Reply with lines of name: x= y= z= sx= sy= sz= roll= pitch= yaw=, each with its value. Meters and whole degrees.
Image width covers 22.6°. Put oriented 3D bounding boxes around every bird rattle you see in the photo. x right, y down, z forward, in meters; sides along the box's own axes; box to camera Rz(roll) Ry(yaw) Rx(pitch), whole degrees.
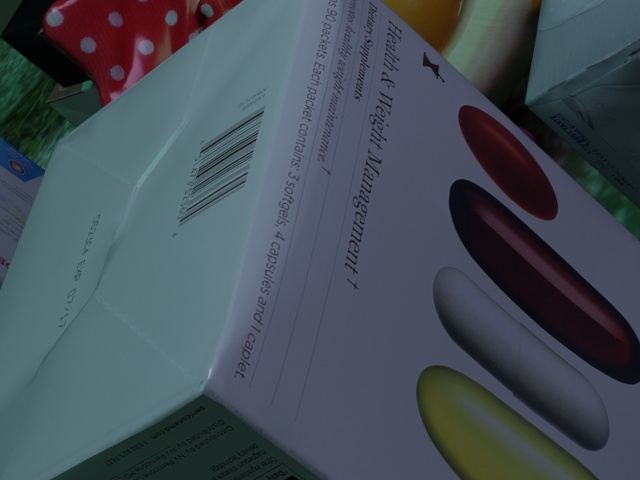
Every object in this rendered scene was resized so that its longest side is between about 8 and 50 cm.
bird rattle: x=0.003 y=-0.122 z=0.745 sx=0.253 sy=0.143 sz=0.207 roll=-40 pitch=60 yaw=4

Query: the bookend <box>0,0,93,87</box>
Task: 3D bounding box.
bookend: x=-0.166 y=-0.171 z=1.121 sx=0.156 sy=0.072 sz=0.157 roll=-7 pitch=50 yaw=54

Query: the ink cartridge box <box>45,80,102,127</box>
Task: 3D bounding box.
ink cartridge box: x=-0.108 y=-0.168 z=1.186 sx=0.115 sy=0.067 sz=0.198 roll=-8 pitch=48 yaw=54

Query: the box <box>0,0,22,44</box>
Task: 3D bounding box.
box: x=-0.188 y=-0.317 z=1.341 sx=0.148 sy=0.121 sz=0.311 roll=-18 pitch=42 yaw=49

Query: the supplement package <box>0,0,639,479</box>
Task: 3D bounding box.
supplement package: x=0.007 y=0.056 z=0.537 sx=0.149 sy=0.203 sz=0.194 roll=-31 pitch=32 yaw=36

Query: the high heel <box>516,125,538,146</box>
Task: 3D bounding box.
high heel: x=0.000 y=0.000 z=0.746 sx=0.244 sy=0.082 sz=0.117 roll=-48 pitch=46 yaw=35

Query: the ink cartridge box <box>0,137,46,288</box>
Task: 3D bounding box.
ink cartridge box: x=-0.218 y=0.002 z=1.115 sx=0.052 sy=0.088 sz=0.122 roll=-35 pitch=29 yaw=29

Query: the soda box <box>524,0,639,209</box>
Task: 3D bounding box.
soda box: x=0.163 y=-0.143 z=0.670 sx=0.091 sy=0.098 sz=0.286 roll=-29 pitch=34 yaw=39

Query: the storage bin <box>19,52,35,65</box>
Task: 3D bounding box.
storage bin: x=-0.270 y=-0.256 z=1.510 sx=0.084 sy=0.122 sz=0.180 roll=-42 pitch=26 yaw=18
